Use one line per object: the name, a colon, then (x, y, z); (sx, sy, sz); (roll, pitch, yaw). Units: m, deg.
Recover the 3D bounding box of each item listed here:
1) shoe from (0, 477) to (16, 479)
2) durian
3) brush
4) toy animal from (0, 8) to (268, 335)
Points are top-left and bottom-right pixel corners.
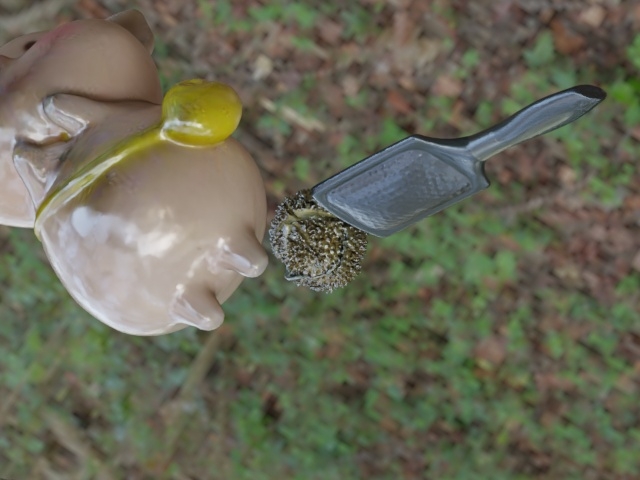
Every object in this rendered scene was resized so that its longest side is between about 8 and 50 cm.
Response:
shoe: (-0.220, 0.110, 0.788); (0.194, 0.077, 0.074); (-4, 174, -6)
durian: (0.000, 0.000, 1.374); (0.080, 0.080, 0.091); (27, 176, 19)
brush: (0.077, -0.045, 0.997); (0.063, 0.016, 0.193); (28, 140, -33)
toy animal: (-0.123, -0.041, 1.099); (0.248, 0.165, 0.149); (46, 176, 38)
